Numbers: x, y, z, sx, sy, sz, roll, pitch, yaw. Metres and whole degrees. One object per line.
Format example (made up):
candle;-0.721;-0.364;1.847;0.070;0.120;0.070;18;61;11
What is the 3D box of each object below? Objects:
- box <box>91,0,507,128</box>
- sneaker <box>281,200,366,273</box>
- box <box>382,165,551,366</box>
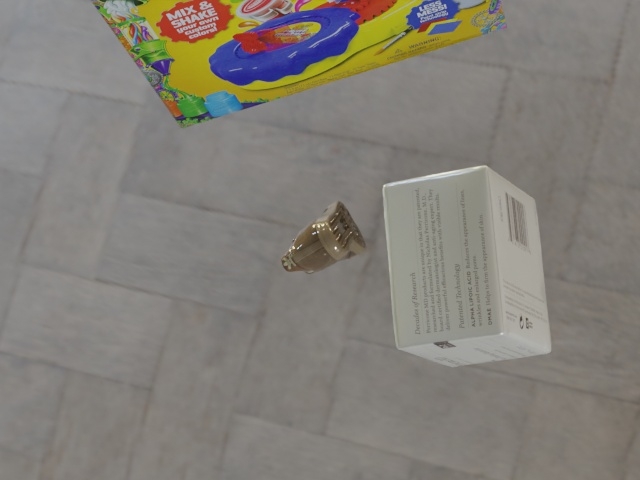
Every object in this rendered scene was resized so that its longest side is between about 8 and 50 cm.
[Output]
box;-0.031;-0.260;1.245;0.290;0.279;0.177;-17;65;8
sneaker;0.000;0.000;1.787;0.071;0.188;0.066;-28;87;11
box;0.158;0.032;1.700;0.119;0.181;0.182;-10;76;23
